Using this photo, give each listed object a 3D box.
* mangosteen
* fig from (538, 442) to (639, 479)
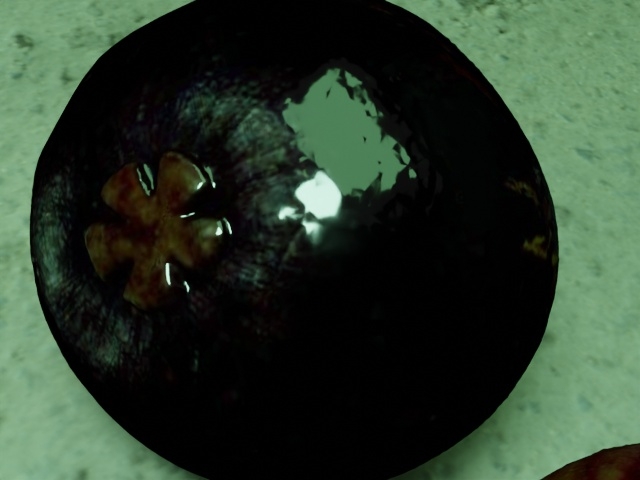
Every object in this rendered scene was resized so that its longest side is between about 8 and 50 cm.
[{"bbox_3d":[0.000,0.000,0.575,0.275,0.275,0.302,37,12,25],"label":"mangosteen"},{"bbox_3d":[0.177,0.159,0.485,0.202,0.148,0.149,-23,17,-20],"label":"fig"}]
